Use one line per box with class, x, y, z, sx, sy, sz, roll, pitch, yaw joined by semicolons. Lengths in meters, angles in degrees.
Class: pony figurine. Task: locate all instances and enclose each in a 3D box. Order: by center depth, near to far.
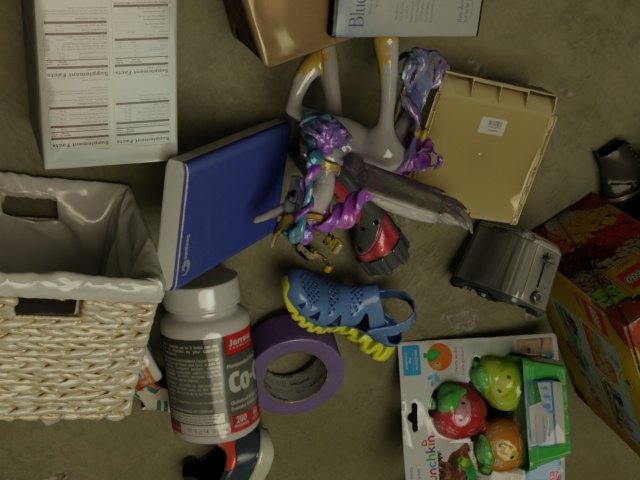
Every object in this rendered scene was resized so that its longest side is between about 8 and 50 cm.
pony figurine;0.087;-0.141;1.553;0.351;0.303;0.364;11;88;7

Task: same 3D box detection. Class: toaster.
toaster;0.361;0.049;1.871;0.129;0.227;0.146;25;87;-31

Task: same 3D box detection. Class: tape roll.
tape roll;-0.054;0.237;1.838;0.189;0.080;0.189;-6;124;-9

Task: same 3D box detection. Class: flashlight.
flashlight;0.051;-0.066;1.744;0.103;0.103;0.304;-53;123;-23

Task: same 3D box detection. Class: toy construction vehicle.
toy construction vehicle;0.000;0.000;1.764;0.035;0.098;0.086;-10;136;-56

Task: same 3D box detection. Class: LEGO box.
LEGO box;0.642;0.207;1.956;0.193;0.372;0.500;-31;123;-5

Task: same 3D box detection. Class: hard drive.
hard drive;-0.152;-0.067;1.565;0.318;0.040;0.210;-34;138;-58

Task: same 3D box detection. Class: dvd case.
dvd case;0.137;-0.397;1.450;0.253;0.022;0.180;-5;117;-20

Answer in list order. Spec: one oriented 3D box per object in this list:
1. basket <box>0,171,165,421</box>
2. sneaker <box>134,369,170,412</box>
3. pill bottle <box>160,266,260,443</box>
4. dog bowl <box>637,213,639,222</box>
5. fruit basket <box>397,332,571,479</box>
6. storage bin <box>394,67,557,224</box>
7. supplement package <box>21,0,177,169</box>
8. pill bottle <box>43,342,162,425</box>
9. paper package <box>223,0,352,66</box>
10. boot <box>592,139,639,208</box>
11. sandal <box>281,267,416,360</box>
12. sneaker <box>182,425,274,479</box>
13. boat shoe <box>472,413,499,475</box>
basket;-0.443;0.078;1.480;0.328;0.331;0.266;4;119;-24
sneaker;-0.296;0.297;1.813;0.075;0.057;0.161;-35;127;19
pill bottle;-0.198;0.201;1.709;0.161;0.161;0.283;-9;105;-18
dog bowl;0.812;-0.066;1.960;0.408;0.150;0.408;-25;136;-27
fruit basket;0.341;0.362;1.991;0.353;0.165;0.327;-1;85;-17
storage bin;0.264;-0.177;1.755;0.262;0.123;0.260;7;112;-25
supplement package;-0.327;-0.267;1.418;0.198;0.199;0.263;-6;118;-20
pill bottle;-0.399;0.238;1.693;0.216;0.121;0.121;-26;122;-8
paper package;-0.002;-0.467;1.470;0.324;0.168;0.309;-22;121;-10
boot;0.656;-0.165;1.954;0.198;0.077;0.137;-31;118;-7
sandal;0.061;0.117;1.804;0.317;0.126;0.138;24;132;-38
sneaker;-0.219;0.514;1.916;0.148;0.131;0.350;16;103;-21
boat shoe;0.428;0.425;2.143;0.277;0.098;0.096;-48;159;2
